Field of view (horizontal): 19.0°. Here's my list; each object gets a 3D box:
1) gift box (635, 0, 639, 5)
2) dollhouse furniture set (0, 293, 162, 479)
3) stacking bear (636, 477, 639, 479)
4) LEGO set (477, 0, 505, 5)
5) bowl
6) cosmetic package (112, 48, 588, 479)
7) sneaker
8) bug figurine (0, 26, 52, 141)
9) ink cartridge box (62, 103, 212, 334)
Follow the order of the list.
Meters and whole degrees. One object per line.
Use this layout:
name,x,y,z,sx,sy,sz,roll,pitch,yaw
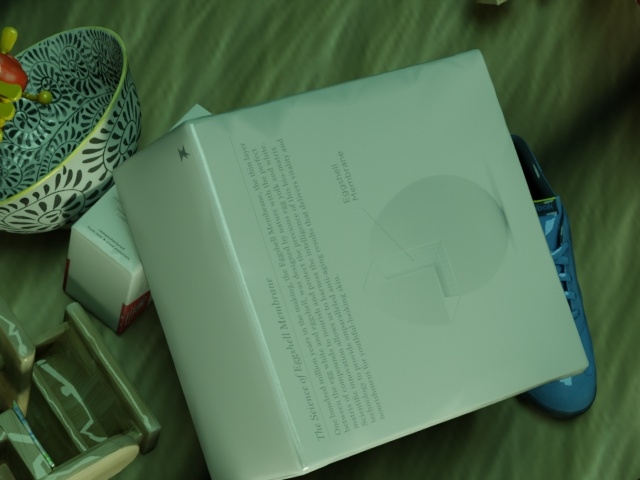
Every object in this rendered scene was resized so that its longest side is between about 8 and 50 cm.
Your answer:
gift box,0.379,-0.219,1.398,0.276,0.258,0.255,20,23,-15
dollhouse furniture set,-0.184,0.080,1.176,0.161,0.242,0.212,-28,72,-23
stacking bear,0.099,0.245,1.204,0.289,0.175,0.164,-9,67,-7
LEGO set,0.203,-0.297,1.534,0.107,0.132,0.287,38,85,28
bowl,-0.182,-0.061,1.328,0.170,0.080,0.170,-23,39,21
cosmetic package,0.016,0.019,1.238,0.225,0.138,0.224,-16,85,-31
sneaker,0.151,0.022,1.368,0.069,0.082,0.209,-8,66,-17
bug figurine,-0.329,-0.074,1.292,0.279,0.072,0.216,20,75,21
ink cartridge box,-0.112,-0.015,1.322,0.056,0.099,0.135,38,61,9
